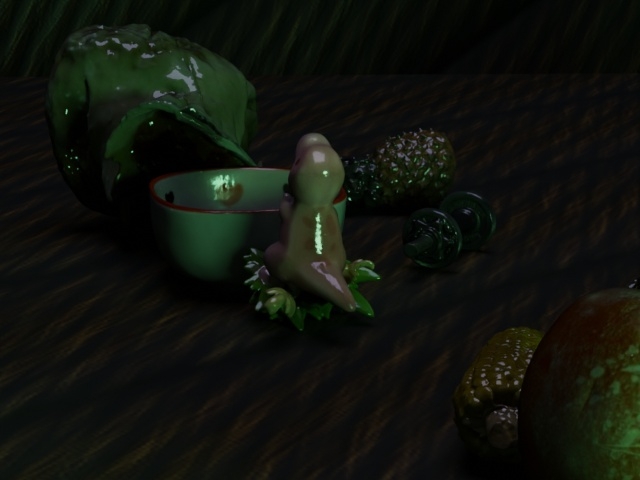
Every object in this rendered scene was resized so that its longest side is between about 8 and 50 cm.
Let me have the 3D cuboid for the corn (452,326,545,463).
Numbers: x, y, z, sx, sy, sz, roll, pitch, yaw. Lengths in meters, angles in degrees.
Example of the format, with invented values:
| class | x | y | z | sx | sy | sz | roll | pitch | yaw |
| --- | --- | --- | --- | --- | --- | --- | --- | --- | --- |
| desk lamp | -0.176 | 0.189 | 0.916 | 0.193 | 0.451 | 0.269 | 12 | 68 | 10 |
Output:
| class | x | y | z | sx | sy | sz | roll | pitch | yaw |
| --- | --- | --- | --- | --- | --- | --- | --- | --- | --- |
| corn | 0.175 | 0.136 | 1.576 | 0.097 | 0.097 | 0.262 | 3 | 14 | 11 |

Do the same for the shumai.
| class | x | y | z | sx | sy | sz | roll | pitch | yaw |
| --- | --- | --- | --- | --- | --- | --- | --- | --- | --- |
| shumai | -0.171 | -0.148 | 2.292 | 0.330 | 0.292 | 0.288 | 1 | -2 | -41 |

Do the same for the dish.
| class | x | y | z | sx | sy | sz | roll | pitch | yaw |
| --- | --- | --- | --- | --- | --- | --- | --- | --- | --- |
| dish | -0.089 | -0.009 | 2.088 | 0.256 | 0.117 | 0.256 | 1 | 15 | 0 |

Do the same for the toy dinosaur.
| class | x | y | z | sx | sy | sz | roll | pitch | yaw |
| --- | --- | --- | --- | --- | --- | --- | --- | --- | --- |
| toy dinosaur | 0.007 | 0.002 | 1.896 | 0.152 | 0.177 | 0.194 | 5 | 58 | -15 |

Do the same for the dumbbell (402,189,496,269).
| class | x | y | z | sx | sy | sz | roll | pitch | yaw |
| --- | --- | --- | --- | --- | --- | --- | --- | --- | --- |
| dumbbell | 0.164 | -0.014 | 2.196 | 0.081 | 0.082 | 0.254 | 7 | 16 | 25 |

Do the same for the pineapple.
| class | x | y | z | sx | sy | sz | roll | pitch | yaw |
| --- | --- | --- | --- | --- | --- | --- | --- | --- | --- |
| pineapple | 0.062 | -0.090 | 2.443 | 0.251 | 0.125 | 0.125 | -8 | 16 | -9 |

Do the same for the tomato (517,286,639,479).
| class | x | y | z | sx | sy | sz | roll | pitch | yaw |
| --- | --- | --- | --- | --- | --- | --- | --- | --- | --- |
| tomato | 0.274 | 0.155 | 1.266 | 0.270 | 0.223 | 0.270 | 14 | -1 | 0 |

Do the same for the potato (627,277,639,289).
| class | x | y | z | sx | sy | sz | roll | pitch | yaw |
| --- | --- | --- | --- | --- | --- | --- | --- | --- | --- |
| potato | 0.378 | 0.084 | 1.853 | 0.103 | 0.066 | 0.096 | 14 | 23 | 35 |

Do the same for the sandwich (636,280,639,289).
| class | x | y | z | sx | sy | sz | roll | pitch | yaw |
| --- | --- | --- | --- | --- | --- | --- | --- | --- | --- |
| sandwich | 0.331 | 0.118 | 1.600 | 0.122 | 0.128 | 0.235 | 9 | 17 | 16 |
